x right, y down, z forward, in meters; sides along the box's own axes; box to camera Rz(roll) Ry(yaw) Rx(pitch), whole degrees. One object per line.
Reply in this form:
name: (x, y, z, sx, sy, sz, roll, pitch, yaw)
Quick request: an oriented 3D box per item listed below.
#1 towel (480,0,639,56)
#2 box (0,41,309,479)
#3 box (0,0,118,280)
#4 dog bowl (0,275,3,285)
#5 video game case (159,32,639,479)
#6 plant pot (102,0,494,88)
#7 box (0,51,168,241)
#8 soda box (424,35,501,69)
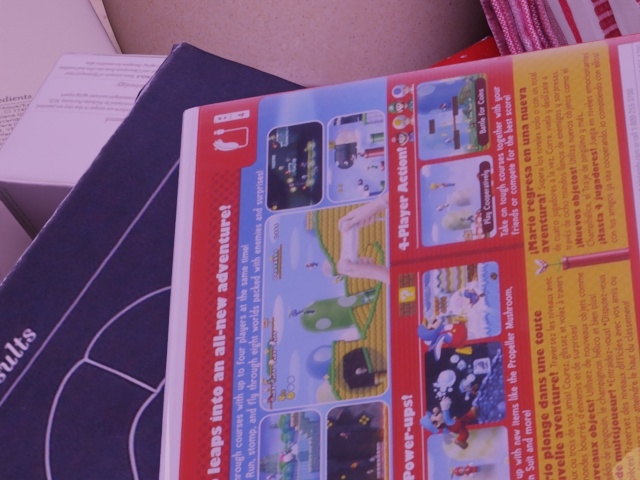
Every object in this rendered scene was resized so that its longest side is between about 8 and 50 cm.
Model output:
towel: (0.156, -0.142, 1.066, 0.037, 0.237, 0.329, -19, 5, 26)
box: (0.045, 0.143, 0.757, 0.395, 0.212, 0.293, 23, 67, 30)
box: (-0.177, -0.076, 1.159, 0.113, 0.094, 0.275, -8, 38, -18)
dog bowl: (-0.310, 0.085, 0.877, 0.348, 0.102, 0.349, -13, 55, 19)
video game case: (0.085, 0.016, 0.683, 0.285, 0.025, 0.204, -8, 54, 13)
plant pot: (-0.003, -0.134, 1.135, 0.284, 0.284, 0.191, 1, 61, 1)
box: (-0.088, -0.028, 0.968, 0.102, 0.101, 0.087, 5, 53, 34)
soda box: (0.000, 0.000, 1.032, 0.263, 0.083, 0.092, -25, 43, 4)
